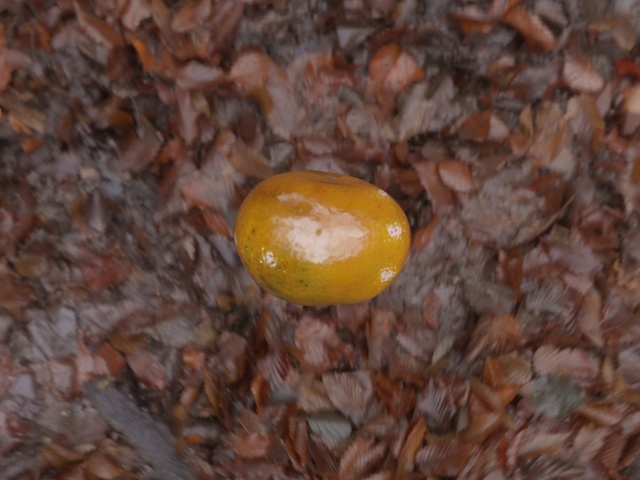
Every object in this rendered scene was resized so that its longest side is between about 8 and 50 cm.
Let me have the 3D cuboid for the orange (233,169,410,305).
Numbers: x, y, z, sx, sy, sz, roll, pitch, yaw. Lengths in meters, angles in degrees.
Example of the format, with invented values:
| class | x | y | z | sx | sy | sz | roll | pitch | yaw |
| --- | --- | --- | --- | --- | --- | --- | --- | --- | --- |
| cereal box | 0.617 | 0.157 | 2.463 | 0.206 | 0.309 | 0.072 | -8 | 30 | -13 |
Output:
| class | x | y | z | sx | sy | sz | roll | pitch | yaw |
| --- | --- | --- | --- | --- | --- | --- | --- | --- | --- |
| orange | 0.000 | 0.000 | 1.470 | 0.240 | 0.240 | 0.171 | 12 | 103 | 7 |
